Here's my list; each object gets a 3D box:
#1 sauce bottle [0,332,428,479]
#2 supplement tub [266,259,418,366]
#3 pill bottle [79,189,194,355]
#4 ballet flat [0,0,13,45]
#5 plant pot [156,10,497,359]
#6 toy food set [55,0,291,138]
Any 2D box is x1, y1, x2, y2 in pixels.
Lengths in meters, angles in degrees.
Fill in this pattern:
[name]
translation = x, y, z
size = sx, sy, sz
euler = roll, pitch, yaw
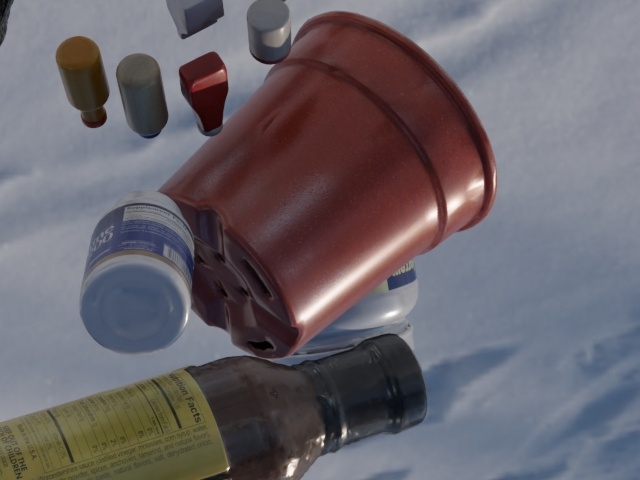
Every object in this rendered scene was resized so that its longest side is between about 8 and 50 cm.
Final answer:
[sauce bottle]
translation = -0.092, 0.143, 0.965
size = 0.344, 0.111, 0.111
euler = -14, 152, -22
[supplement tub]
translation = 0.000, 0.000, 1.894
size = 0.235, 0.325, 0.235
euler = -10, -175, 1
[pill bottle]
translation = -0.112, 0.015, 0.899
size = 0.067, 0.120, 0.067
euler = -1, 116, -3
[ballet flat]
translation = -0.359, -0.264, 1.564
size = 0.057, 0.173, 0.049
euler = 19, 173, -1
[plant pot]
translation = -0.014, -0.039, 1.420
size = 0.265, 0.272, 0.272
euler = -43, 160, -27
[toy food set]
translation = -0.115, -0.165, 1.317
size = 0.232, 0.111, 0.104
euler = -31, 155, -15
